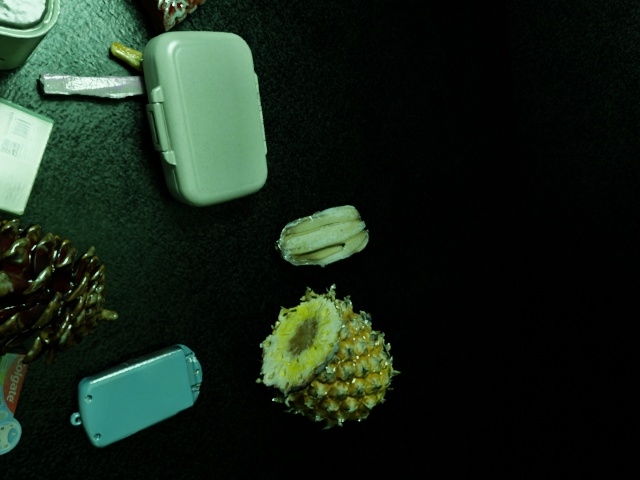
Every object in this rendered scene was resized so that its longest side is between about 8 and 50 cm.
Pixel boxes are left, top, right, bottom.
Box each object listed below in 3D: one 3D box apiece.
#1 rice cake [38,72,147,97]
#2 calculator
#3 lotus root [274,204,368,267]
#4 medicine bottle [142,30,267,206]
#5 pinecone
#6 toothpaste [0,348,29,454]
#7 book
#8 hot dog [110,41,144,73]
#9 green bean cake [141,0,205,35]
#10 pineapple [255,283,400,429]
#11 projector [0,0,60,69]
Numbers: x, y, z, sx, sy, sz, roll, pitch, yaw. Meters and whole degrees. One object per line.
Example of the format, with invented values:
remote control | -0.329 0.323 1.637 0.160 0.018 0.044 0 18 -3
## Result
rice cake | -0.462 -0.319 0.949 0.207 0.036 0.047 -13 112 -40
calculator | -0.407 0.348 1.046 0.293 0.051 0.172 -15 105 -39
lotus root | -0.001 0.000 1.358 0.330 0.078 0.166 -14 80 -38
medicine bottle | -0.256 -0.276 1.061 0.282 0.123 0.374 -23 115 -43
pinecone | -0.516 0.085 0.812 0.309 0.244 0.243 36 70 -17
toothpaste | -0.600 0.305 0.880 0.070 0.044 0.193 19 82 -42
book | -0.638 -0.180 0.791 0.283 0.025 0.214 24 66 -39
hot dog | -0.391 -0.388 1.009 0.137 0.028 0.043 14 58 -43
green bean cake | -0.348 -0.593 0.982 0.198 0.097 0.232 -52 125 -24
pineapple | 0.030 0.318 1.239 0.300 0.353 0.352 38 69 -37
projector | -0.566 -0.427 0.708 0.249 0.249 0.247 0 95 -41
